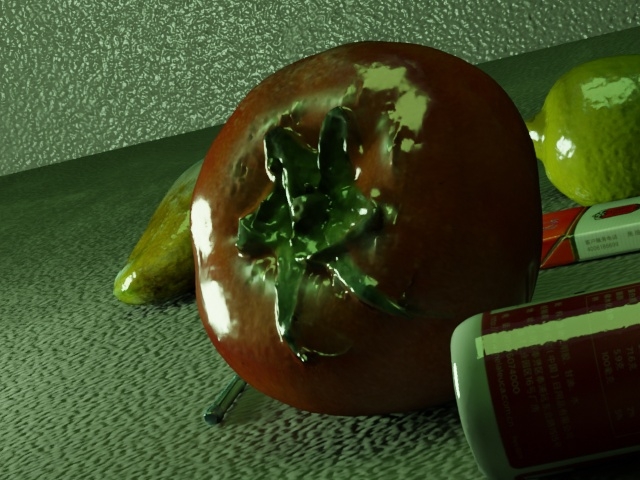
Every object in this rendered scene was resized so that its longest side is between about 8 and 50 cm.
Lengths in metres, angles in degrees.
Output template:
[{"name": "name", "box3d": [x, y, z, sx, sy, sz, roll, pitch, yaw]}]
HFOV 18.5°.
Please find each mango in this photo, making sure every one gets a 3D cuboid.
[{"name": "mango", "box3d": [-0.141, -0.019, 2.471, 0.316, 0.146, 0.193, -38, 7, -41]}]

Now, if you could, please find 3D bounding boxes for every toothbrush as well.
[{"name": "toothbrush", "box3d": [-0.083, 0.140, 1.925, 0.019, 0.016, 0.219, -14, 11, 13]}]

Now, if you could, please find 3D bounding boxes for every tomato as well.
[{"name": "tomato", "box3d": [0.057, -0.004, 1.739, 0.341, 0.341, 0.273, -7, -17, 35]}]

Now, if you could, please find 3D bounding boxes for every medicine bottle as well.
[{"name": "medicine bottle", "box3d": [0.228, 0.095, 1.442, 0.250, 0.131, 0.131, -13, 11, 11]}]

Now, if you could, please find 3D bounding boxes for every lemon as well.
[{"name": "lemon", "box3d": [0.355, -0.123, 2.232, 0.248, 0.184, 0.184, -9, 12, 6]}]

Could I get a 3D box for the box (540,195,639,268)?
[{"name": "box", "box3d": [0.335, -0.018, 2.114, 0.245, 0.035, 0.139, -10, 12, 21]}]
